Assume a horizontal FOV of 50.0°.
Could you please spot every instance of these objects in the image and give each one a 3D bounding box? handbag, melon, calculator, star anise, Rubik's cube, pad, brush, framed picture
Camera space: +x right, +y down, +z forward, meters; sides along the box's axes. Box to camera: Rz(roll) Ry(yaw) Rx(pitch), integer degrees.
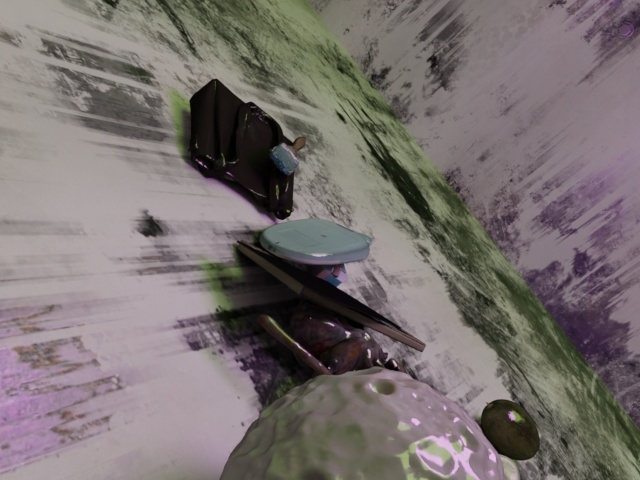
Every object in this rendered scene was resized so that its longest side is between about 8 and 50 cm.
[{"bbox_3d":[-0.163,-0.194,1.513,0.285,0.113,0.257,36,34,-34],"label":"handbag"},{"bbox_3d":[0.443,0.440,1.610,0.167,0.114,0.114,51,21,-3],"label":"melon"},{"bbox_3d":[0.000,0.000,1.452,0.184,0.042,0.295,26,22,35],"label":"calculator"},{"bbox_3d":[0.024,0.205,1.188,0.359,0.139,0.316,40,3,-12],"label":"star anise"},{"bbox_3d":[0.016,0.058,1.478,0.075,0.073,0.084,22,36,-49],"label":"Rubik's cube"},{"bbox_3d":[0.004,0.083,1.223,0.202,0.005,0.299,30,1,36],"label":"pad"},{"bbox_3d":[-0.064,-0.202,1.538,0.070,0.021,0.196,50,26,-10],"label":"brush"},{"bbox_3d":[0.022,0.108,1.313,0.335,0.022,0.247,29,1,-37],"label":"framed picture"}]

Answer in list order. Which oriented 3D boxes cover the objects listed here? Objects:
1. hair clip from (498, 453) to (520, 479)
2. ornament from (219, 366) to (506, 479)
[{"bbox_3d":[0.283,0.478,1.239,0.173,0.113,0.282,55,23,15],"label":"hair clip"},{"bbox_3d":[0.044,0.317,0.749,0.337,0.337,0.337,40,23,-21],"label":"ornament"}]
